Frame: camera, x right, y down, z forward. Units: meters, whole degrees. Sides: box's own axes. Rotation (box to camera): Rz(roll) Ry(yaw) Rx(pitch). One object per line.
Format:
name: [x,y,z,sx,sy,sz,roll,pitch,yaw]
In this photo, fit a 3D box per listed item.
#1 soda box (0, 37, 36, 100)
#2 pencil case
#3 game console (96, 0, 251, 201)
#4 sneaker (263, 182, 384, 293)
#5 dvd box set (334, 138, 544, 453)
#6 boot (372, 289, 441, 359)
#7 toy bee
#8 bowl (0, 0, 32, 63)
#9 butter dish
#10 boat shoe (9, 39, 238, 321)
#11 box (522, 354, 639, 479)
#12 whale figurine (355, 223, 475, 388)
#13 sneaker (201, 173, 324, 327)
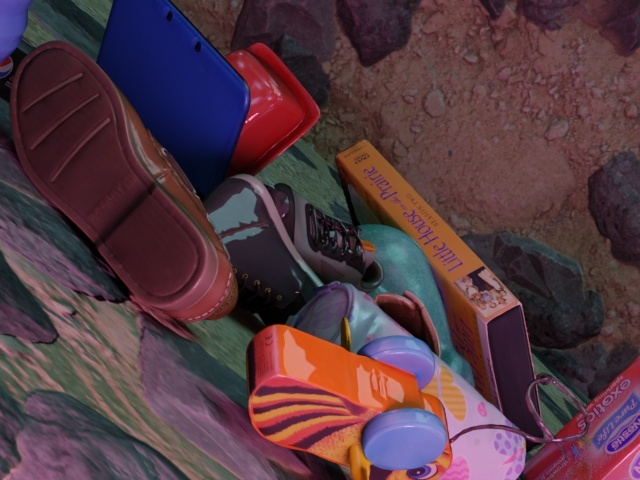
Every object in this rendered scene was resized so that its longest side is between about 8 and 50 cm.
soda box: [-0.315,-0.178,1.470,0.169,0.053,0.060,36,10,-45]
pencil case: [0.078,0.161,1.420,0.273,0.124,0.113,39,53,-20]
game console: [-0.146,-0.150,1.741,0.293,0.173,0.250,49,10,35]
sneaker: [0.000,0.000,1.683,0.271,0.108,0.100,49,34,-63]
dvd box set: [0.169,0.081,2.070,0.420,0.062,0.308,51,-16,44]
boot: [0.064,0.101,1.575,0.213,0.077,0.165,52,-19,32]
toy bee: [0.054,0.173,1.228,0.298,0.162,0.195,30,41,-7]
bowl: [-0.425,-0.302,1.281,0.391,0.077,0.391,34,14,-10]
butter dish: [-0.109,-0.177,1.835,0.160,0.160,0.118,52,3,27]
boat shoe: [-0.180,-0.046,1.301,0.307,0.110,0.104,58,9,25]
box: [0.435,0.278,1.907,0.142,0.300,0.154,42,8,-22]
whale figurine: [0.111,0.087,1.878,0.272,0.141,0.216,45,7,24]
sneaker: [-0.070,0.052,1.456,0.118,0.083,0.222,-35,97,-48]
